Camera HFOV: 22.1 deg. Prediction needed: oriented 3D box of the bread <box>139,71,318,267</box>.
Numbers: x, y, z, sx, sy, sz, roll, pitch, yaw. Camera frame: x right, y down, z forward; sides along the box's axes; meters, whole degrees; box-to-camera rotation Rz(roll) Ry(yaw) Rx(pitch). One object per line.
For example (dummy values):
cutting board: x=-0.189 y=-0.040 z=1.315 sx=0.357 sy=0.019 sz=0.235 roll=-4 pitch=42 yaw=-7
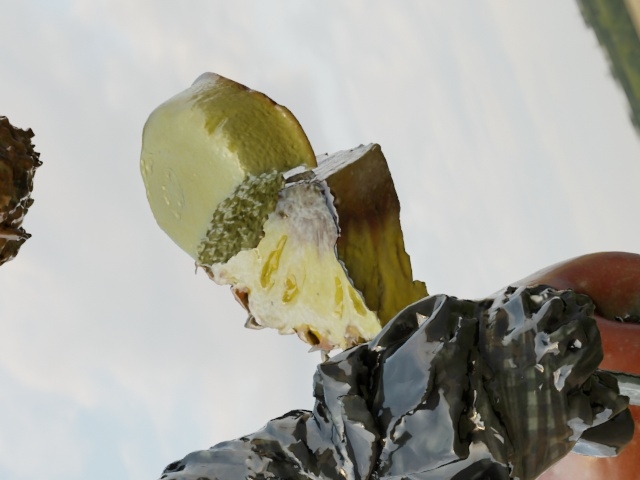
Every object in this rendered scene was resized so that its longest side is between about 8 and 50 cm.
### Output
bread: x=-0.079 y=-0.063 z=1.253 sx=0.086 sy=0.156 sz=0.125 roll=-31 pitch=-103 yaw=-35

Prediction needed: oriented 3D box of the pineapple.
pineapple: x=0.000 y=0.000 z=1.360 sx=0.114 sy=0.236 sz=0.186 roll=-40 pitch=-29 yaw=-41

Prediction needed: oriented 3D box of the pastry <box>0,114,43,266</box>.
pastry: x=-0.555 y=-0.076 z=2.243 sx=0.405 sy=0.337 sz=0.292 roll=-115 pitch=34 yaw=-80

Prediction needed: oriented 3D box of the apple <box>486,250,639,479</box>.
apple: x=0.253 y=0.165 z=1.458 sx=0.348 sy=0.348 sz=0.277 roll=-83 pitch=-2 yaw=-65

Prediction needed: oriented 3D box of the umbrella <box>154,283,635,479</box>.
umbrella: x=-0.002 y=0.131 z=0.821 sx=0.128 sy=0.337 sz=0.154 roll=62 pitch=169 yaw=14

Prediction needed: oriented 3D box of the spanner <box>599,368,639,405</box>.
spanner: x=0.215 y=0.102 z=1.144 sx=0.071 sy=0.302 sz=0.017 roll=123 pitch=151 yaw=-54
